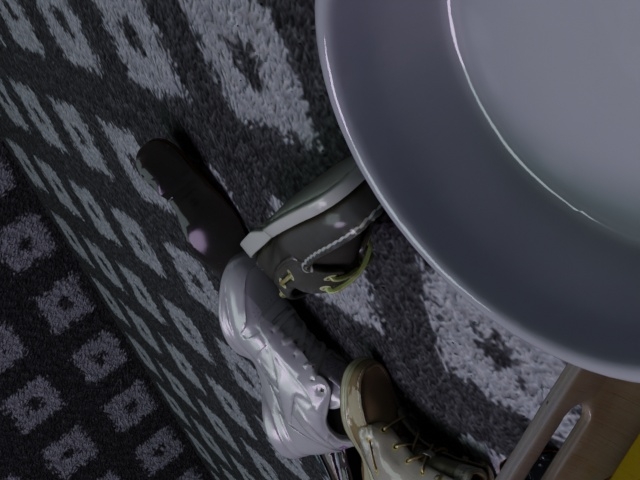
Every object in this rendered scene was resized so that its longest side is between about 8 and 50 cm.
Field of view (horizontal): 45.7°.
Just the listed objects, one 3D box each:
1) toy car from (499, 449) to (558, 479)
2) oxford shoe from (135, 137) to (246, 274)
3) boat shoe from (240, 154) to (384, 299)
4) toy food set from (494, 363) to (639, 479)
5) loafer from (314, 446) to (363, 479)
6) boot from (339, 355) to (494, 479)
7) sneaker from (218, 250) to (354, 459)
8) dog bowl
[{"bbox_3d":[0.215,0.243,0.694,0.122,0.060,0.040,57,-170,7],"label":"toy car"},{"bbox_3d":[-0.157,-0.048,1.000,0.212,0.076,0.076,58,-173,-18],"label":"oxford shoe"},{"bbox_3d":[0.004,-0.003,0.683,0.091,0.109,0.305,54,164,-2],"label":"boat shoe"},{"bbox_3d":[0.223,0.188,0.366,0.306,0.220,0.092,34,-171,38],"label":"toy food set"},{"bbox_3d":[0.069,0.352,1.089,0.084,0.096,0.267,-24,98,55],"label":"loafer"},{"bbox_3d":[0.110,0.237,0.855,0.165,0.077,0.213,-2,105,52],"label":"boot"},{"bbox_3d":[-0.028,0.146,0.995,0.152,0.114,0.305,-10,110,33],"label":"sneaker"},{"bbox_3d":[0.121,-0.068,0.356,0.265,0.104,0.265,42,155,24],"label":"dog bowl"}]
